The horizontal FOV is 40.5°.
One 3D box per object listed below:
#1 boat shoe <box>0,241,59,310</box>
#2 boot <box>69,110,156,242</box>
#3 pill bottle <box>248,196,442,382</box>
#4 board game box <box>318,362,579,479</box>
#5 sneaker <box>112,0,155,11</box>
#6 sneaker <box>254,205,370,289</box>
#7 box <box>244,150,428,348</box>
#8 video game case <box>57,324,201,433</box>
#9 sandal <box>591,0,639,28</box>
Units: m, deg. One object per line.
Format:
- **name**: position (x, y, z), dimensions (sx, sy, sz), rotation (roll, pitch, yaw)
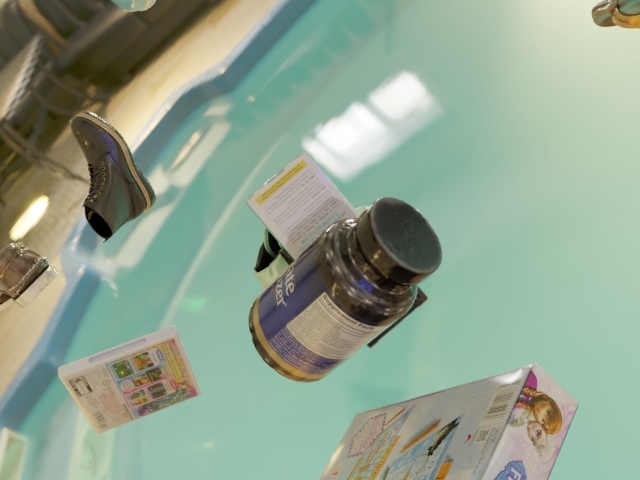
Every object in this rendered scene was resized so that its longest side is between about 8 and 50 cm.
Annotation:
- **boat shoe**: position (-0.560, 0.060, 1.562), dimensions (0.117, 0.097, 0.324), rotation (-51, 19, -21)
- **boot**: position (-0.368, -0.106, 1.433), dimensions (0.076, 0.198, 0.137), rotation (-28, 16, 36)
- **pill bottle**: position (0.026, 0.053, 0.933), dimensions (0.219, 0.122, 0.123), rotation (-45, 26, 38)
- **board game box**: position (0.064, 0.285, 0.826), dimensions (0.319, 0.066, 0.318), rotation (-54, 12, -32)
- **sneaker**: position (-0.376, -0.390, 1.138), dimensions (0.127, 0.319, 0.208), rotation (-13, 36, 51)
- **sneaker**: position (0.000, 0.000, 1.277), dimensions (0.094, 0.151, 0.256), rotation (-19, 29, 45)
- **box**: position (0.019, 0.011, 1.101), dimensions (0.100, 0.244, 0.060), rotation (-40, 6, -2)
- **video game case**: position (-0.229, 0.174, 1.065), dimensions (0.143, 0.157, 0.019), rotation (-20, 54, -10)
- **sandal**: position (0.355, -0.259, 0.977), dimensions (0.180, 0.072, 0.049), rotation (-150, 57, -90)
